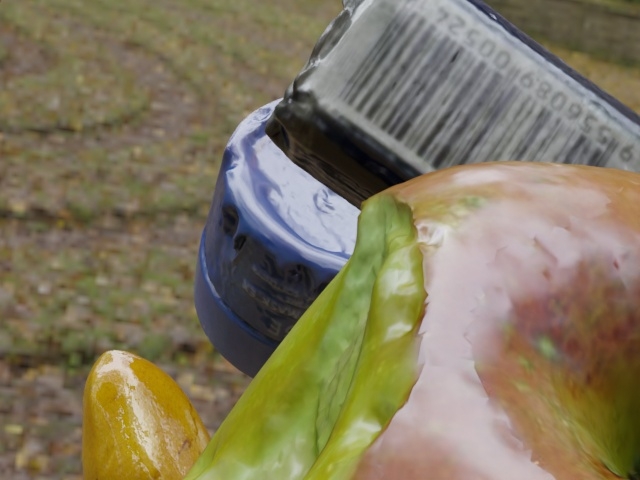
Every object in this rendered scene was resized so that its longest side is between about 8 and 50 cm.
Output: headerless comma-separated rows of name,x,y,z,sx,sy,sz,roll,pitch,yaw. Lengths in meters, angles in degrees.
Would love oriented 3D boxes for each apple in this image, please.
apple,0.101,0.148,0.642,0.339,0.339,0.339,9,14,-2

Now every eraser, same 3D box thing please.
eraser,0.134,-0.042,1.114,0.332,0.155,0.101,36,-10,-4

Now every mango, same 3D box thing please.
mango,-0.169,0.210,1.642,0.112,0.219,0.145,-14,4,39

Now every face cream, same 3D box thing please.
face cream,0.000,0.000,1.744,0.249,0.225,0.249,5,52,-7
